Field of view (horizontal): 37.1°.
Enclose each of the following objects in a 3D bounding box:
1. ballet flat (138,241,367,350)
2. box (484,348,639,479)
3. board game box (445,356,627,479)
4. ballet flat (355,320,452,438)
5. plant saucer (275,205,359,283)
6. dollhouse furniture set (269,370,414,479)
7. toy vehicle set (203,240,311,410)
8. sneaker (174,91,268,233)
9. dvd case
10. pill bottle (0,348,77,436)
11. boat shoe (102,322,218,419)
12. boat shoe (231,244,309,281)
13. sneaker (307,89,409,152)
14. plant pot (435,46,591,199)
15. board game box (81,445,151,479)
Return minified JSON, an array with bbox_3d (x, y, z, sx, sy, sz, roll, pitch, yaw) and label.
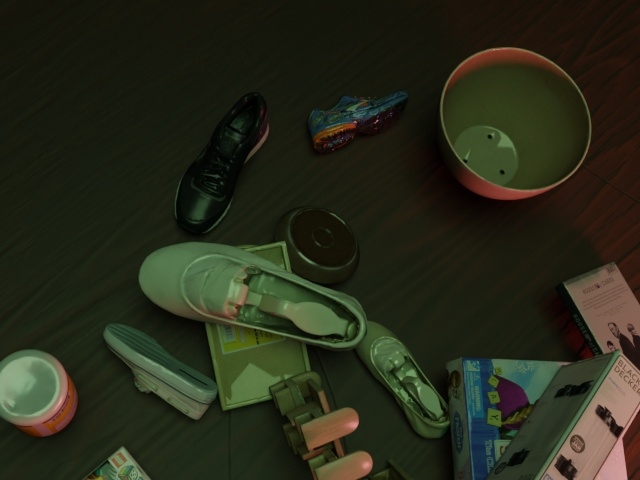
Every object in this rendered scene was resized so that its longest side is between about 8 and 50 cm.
[{"bbox_3d":[-0.101,0.094,1.580,0.400,0.139,0.139,17,70,-11],"label":"ballet flat"},{"bbox_3d":[0.398,0.320,1.547,0.087,0.169,0.290,44,62,-4],"label":"box"},{"bbox_3d":[0.381,0.369,1.657,0.317,0.066,0.319,4,71,-21],"label":"board game box"},{"bbox_3d":[0.149,0.238,1.689,0.086,0.086,0.248,-35,80,-17],"label":"ballet flat"},{"bbox_3d":[0.000,0.000,1.740,0.168,0.029,0.169,13,52,-17],"label":"plant saucer"},{"bbox_3d":[0.045,0.340,1.578,0.160,0.212,0.242,-20,103,-13],"label":"dollhouse furniture set"},{"bbox_3d":[-0.118,0.147,1.661,0.165,0.035,0.267,-11,91,-12],"label":"toy vehicle set"},{"bbox_3d":[-0.185,-0.151,1.742,0.107,0.124,0.283,25,70,1],"label":"sneaker"},{"bbox_3d":[0.549,0.165,1.763,0.179,0.029,0.239,-15,72,-41],"label":"dvd case"},{"bbox_3d":[-0.453,0.249,1.522,0.117,0.215,0.117,3,72,-8],"label":"pill bottle"},{"bbox_3d":[-0.286,0.229,1.626,0.226,0.083,0.076,32,106,12],"label":"boat shoe"},{"bbox_3d":[-0.103,0.051,1.712,0.177,0.064,0.060,7,43,-9],"label":"boat shoe"},{"bbox_3d":[0.073,-0.250,1.841,0.221,0.083,0.087,-22,69,-18],"label":"sneaker"},{"bbox_3d":[0.338,-0.194,1.802,0.283,0.191,0.284,3,72,-8],"label":"plant pot"},{"bbox_3d":[-0.300,0.514,1.545,0.193,0.053,0.305,-40,82,-18],"label":"board game box"}]
